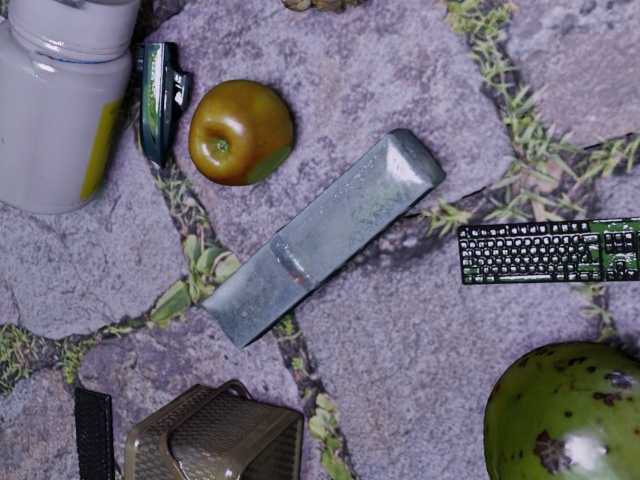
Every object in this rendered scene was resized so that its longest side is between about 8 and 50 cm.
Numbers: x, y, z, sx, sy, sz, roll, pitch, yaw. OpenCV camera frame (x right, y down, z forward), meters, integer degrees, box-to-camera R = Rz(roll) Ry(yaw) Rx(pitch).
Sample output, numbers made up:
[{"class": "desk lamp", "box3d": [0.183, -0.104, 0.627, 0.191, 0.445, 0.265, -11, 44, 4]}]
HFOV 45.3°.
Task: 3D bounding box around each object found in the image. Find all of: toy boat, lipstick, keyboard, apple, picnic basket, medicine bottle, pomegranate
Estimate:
[{"class": "toy boat", "box3d": [-0.175, -0.148, 0.850, 0.060, 0.055, 0.141, 5, 104, 0]}, {"class": "lipstick", "box3d": [0.000, 0.000, 0.796, 0.289, 0.077, 0.076, -43, 83, 25]}, {"class": "keyboard", "box3d": [0.234, 0.011, 0.733, 0.204, 0.013, 0.061, -3, 102, 24]}, {"class": "keyboard", "box3d": [-0.303, 0.294, 1.030, 0.060, 0.018, 0.196, 7, 104, 25]}, {"class": "apple", "box3d": [-0.087, -0.111, 0.795, 0.114, 0.102, 0.099, -42, 86, 26]}, {"class": "picnic basket", "box3d": [-0.121, 0.308, 0.872, 0.139, 0.165, 0.267, 11, 105, 22]}, {"class": "medicine bottle", "box3d": [-0.284, -0.165, 0.823, 0.143, 0.143, 0.258, 34, 125, 13]}, {"class": "pomegranate", "box3d": [0.269, 0.176, 0.674, 0.247, 0.214, 0.214, -23, 93, -9]}]

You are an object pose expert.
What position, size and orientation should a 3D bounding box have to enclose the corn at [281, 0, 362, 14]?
[{"class": "corn", "box3d": [-0.013, -0.367, 0.703, 0.106, 0.106, 0.305, -3, 100, 24]}]
